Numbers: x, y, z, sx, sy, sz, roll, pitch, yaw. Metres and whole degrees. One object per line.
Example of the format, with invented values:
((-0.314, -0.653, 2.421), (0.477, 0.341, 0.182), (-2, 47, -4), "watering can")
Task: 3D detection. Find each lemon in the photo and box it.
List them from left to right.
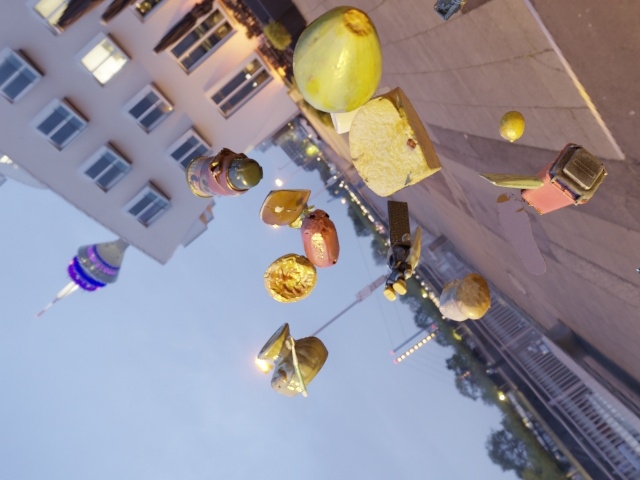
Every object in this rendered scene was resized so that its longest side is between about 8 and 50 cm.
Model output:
((0.653, -0.389, 1.571), (0.082, 0.111, 0.082), (11, 164, 3), "lemon")

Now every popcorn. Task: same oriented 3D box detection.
((-0.098, -0.120, 2.241), (0.141, 0.162, 0.135), (31, 167, 50), "popcorn")

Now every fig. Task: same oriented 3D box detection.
((0.053, -0.510, 1.279), (0.258, 0.258, 0.326), (53, 164, 8), "fig")

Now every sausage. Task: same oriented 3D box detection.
((0.000, 0.000, 1.876), (0.280, 0.152, 0.152), (77, 165, -48), "sausage")

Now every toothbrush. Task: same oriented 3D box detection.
((-0.068, 0.376, 1.355), (0.024, 0.018, 0.257), (-54, -38, -45), "toothbrush")

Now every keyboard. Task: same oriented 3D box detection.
((0.337, -0.031, 1.942), (0.018, 0.100, 0.310), (114, 160, -61), "keyboard")

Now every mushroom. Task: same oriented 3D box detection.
((0.375, 0.153, 1.222), (0.095, 0.123, 0.351), (17, 177, 8), "mushroom")

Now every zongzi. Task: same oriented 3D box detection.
((0.454, -0.820, 1.451), (0.084, 0.187, 0.184), (29, 157, -15), "zongzi")

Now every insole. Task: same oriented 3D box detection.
((0.722, -0.021, 1.659), (0.111, 0.007, 0.328), (-21, 97, 52), "insole")

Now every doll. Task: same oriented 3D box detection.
((0.287, 0.074, 1.611), (0.103, 0.146, 0.316), (21, -139, 5), "doll")

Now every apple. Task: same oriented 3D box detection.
((0.258, -0.336, 1.564), (0.309, 0.314, 0.252), (63, 164, 4), "apple")

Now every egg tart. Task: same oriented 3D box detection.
((-0.131, 0.157, 2.012), (0.241, 0.241, 0.106), (48, -175, -26), "egg tart")

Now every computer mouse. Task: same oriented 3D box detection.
((-0.101, -0.110, 1.456), (0.056, 0.126, 0.245), (35, -161, 20), "computer mouse")

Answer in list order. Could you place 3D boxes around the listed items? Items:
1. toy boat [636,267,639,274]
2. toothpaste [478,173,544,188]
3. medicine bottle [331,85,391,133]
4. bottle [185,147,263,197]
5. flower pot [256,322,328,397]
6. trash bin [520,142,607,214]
((0.928, 0.072, 1.278), (0.060, 0.060, 0.137), (26, 172, 14), "toy boat")
((0.418, -0.128, 0.990), (0.197, 0.029, 0.048), (-2, -148, -33), "toothpaste")
((0.161, -0.512, 1.786), (0.139, 0.236, 0.139), (162, 90, -89), "medicine bottle")
((-0.283, -0.199, 1.356), (0.156, 0.143, 0.271), (-6, -173, -44), "bottle")
((-0.141, 0.537, 2.114), (0.244, 0.307, 0.307), (42, -173, -1), "flower pot")
((0.787, -0.182, 1.528), (0.161, 0.184, 0.239), (41, 162, 4), "trash bin")
